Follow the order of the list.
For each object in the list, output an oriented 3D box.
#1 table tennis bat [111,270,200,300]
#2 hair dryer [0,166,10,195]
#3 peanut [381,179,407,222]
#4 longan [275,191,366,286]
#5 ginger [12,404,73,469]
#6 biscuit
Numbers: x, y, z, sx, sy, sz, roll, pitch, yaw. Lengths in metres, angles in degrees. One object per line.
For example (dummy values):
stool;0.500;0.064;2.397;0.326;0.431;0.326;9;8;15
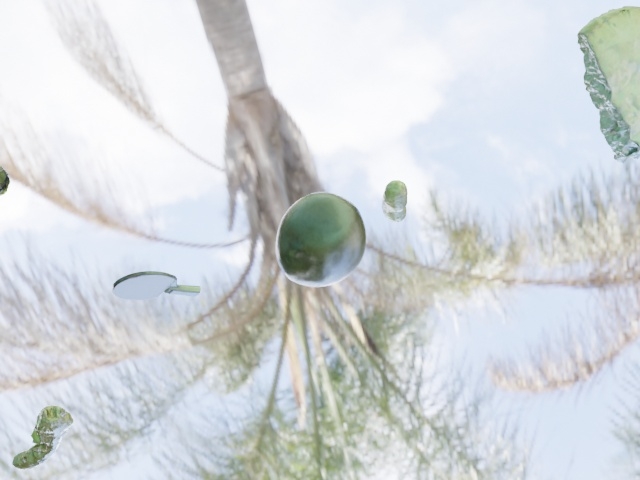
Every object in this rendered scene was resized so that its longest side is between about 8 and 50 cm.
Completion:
table tennis bat;-0.141;0.041;0.932;0.050;0.083;0.007;-37;-124;39
hair dryer;-0.503;-0.038;1.395;0.278;0.135;0.090;-16;-110;29
peanut;0.098;-0.052;1.417;0.037;0.083;0.037;-3;-115;6
longan;0.000;0.000;1.990;0.187;0.167;0.167;-45;-147;15
ginger;-0.497;0.357;1.936;0.069;0.173;0.051;1;-139;-42
biscuit;0.404;-0.185;1.321;0.040;0.265;0.188;10;-100;57
